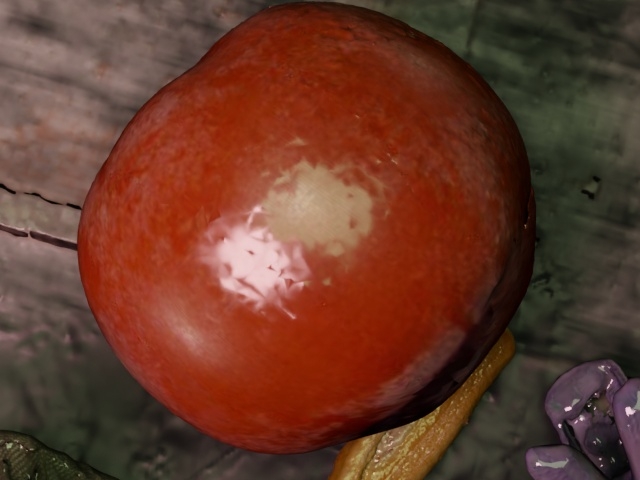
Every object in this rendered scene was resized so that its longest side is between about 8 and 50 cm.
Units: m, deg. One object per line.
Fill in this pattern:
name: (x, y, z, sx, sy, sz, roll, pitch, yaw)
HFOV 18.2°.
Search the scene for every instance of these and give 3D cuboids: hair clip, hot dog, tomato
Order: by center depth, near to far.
tomato: (0.000, 0.000, 0.913, 0.184, 0.208, 0.208, 37, 78, 11)
hair clip: (0.174, 0.183, 0.933, 0.137, 0.090, 0.278, -30, 78, 6)
hot dog: (0.044, 0.090, 0.983, 0.044, 0.028, 0.137, 42, 80, -18)

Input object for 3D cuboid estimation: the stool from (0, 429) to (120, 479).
stool: (-0.136, 0.255, 0.838, 0.310, 0.226, 0.310, 36, 80, 7)
